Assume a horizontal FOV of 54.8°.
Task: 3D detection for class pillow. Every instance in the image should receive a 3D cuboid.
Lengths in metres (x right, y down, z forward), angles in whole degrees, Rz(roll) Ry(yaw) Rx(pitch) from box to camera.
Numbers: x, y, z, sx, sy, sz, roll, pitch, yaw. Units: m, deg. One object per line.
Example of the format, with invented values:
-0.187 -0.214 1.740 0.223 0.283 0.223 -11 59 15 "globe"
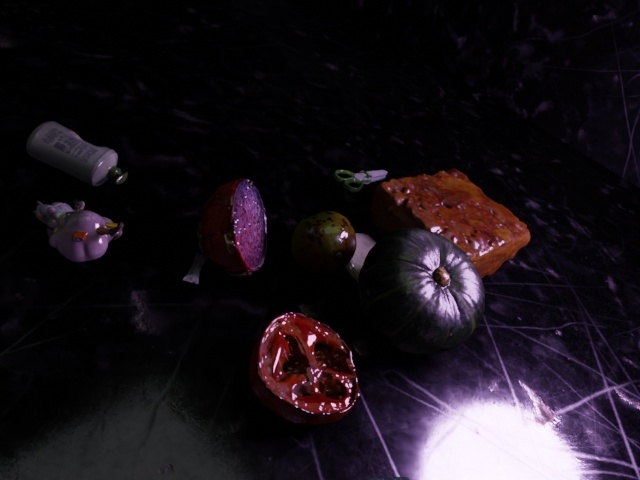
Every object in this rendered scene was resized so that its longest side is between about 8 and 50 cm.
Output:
0.121 0.064 1.567 0.148 0.050 0.230 -11 50 -30 "pillow"

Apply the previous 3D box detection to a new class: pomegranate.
0.000 0.000 1.505 0.159 0.159 0.205 2 13 -27 "pomegranate"

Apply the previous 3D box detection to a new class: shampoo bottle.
-0.573 -0.198 1.490 0.234 0.087 0.118 25 35 3 "shampoo bottle"

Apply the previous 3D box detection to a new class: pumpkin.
0.226 0.120 1.410 0.300 0.207 0.300 15 52 -20 "pumpkin"

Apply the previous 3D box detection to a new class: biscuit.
0.354 -0.038 1.730 0.394 0.166 0.342 -12 46 -42 "biscuit"

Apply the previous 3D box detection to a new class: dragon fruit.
-0.219 -0.025 1.396 0.148 0.218 0.224 -4 57 13 "dragon fruit"

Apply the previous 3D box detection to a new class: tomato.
-0.041 0.259 1.177 0.227 0.101 0.228 19 40 -17 "tomato"

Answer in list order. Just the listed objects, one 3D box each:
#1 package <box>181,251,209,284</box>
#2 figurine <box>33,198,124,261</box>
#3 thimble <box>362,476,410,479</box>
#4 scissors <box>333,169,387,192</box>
-0.276 0.061 1.375 0.037 0.015 0.110 19 34 -6 "package"
-0.508 -0.022 1.281 0.228 0.112 0.137 27 25 29 "figurine"
0.109 0.450 0.986 0.090 0.118 0.135 4 54 -17 "thimble"
0.138 -0.196 1.941 0.204 0.027 0.101 -14 50 -39 "scissors"
